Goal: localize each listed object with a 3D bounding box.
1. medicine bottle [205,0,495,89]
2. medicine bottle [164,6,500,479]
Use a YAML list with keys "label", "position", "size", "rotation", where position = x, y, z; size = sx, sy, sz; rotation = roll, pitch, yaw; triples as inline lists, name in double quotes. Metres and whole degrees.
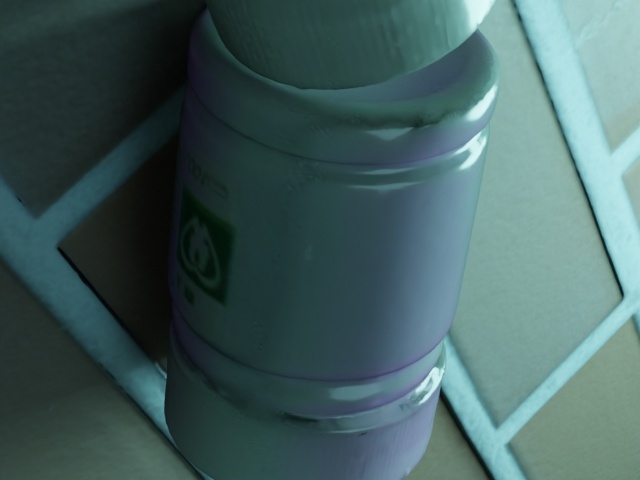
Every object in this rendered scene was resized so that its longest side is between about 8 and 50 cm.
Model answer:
- label: "medicine bottle"
  position: [-0.014, -0.280, 0.984]
  size: [0.211, 0.211, 0.371]
  rotation: [-38, 141, -18]
- label: "medicine bottle"
  position: [0.000, 0.000, 1.234]
  size: [0.212, 0.212, 0.325]
  rotation: [-21, 133, -34]
